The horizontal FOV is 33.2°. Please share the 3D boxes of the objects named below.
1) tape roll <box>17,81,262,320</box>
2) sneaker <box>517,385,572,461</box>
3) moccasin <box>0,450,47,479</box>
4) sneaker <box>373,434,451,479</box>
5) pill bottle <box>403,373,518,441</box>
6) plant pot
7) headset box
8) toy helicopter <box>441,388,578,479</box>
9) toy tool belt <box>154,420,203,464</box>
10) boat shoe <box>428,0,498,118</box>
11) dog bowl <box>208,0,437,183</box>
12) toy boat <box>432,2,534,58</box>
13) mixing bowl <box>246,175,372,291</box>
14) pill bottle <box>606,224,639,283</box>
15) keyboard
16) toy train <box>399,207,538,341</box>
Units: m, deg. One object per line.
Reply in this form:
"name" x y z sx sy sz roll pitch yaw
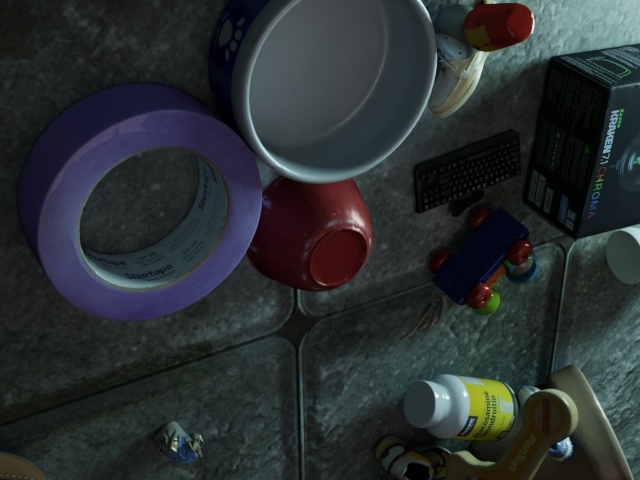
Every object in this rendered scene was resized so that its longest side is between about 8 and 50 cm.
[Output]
"tape roll" -0.210 -0.043 1.266 0.274 0.090 0.275 -17 127 -24
"sneaker" 0.357 0.288 1.720 0.052 0.135 0.058 -39 149 15
"moccasin" -0.508 0.333 1.272 0.380 0.147 0.139 4 116 -35
"sneaker" 0.171 0.383 1.786 0.185 0.084 0.070 19 108 -38
"pill bottle" 0.226 0.271 1.738 0.184 0.103 0.103 11 112 -37
"plant pot" 0.387 0.377 1.839 0.229 0.263 0.263 -25 131 5
"headset box" 0.470 -0.157 1.606 0.283 0.131 0.246 -12 125 -28
"toy helicopter" 0.301 0.391 1.667 0.140 0.235 0.355 -1 124 -53
"toy tool belt" -0.193 0.295 1.516 0.052 0.051 0.083 -48 133 3
"boat shoe" 0.184 -0.245 1.416 0.059 0.063 0.170 29 91 -38
"dog bowl" 0.003 -0.207 1.289 0.264 0.104 0.265 -16 125 -24
"toy boat" 0.166 -0.373 1.254 0.267 0.148 0.318 -15 102 -28
"mixing bowl" 0.000 0.000 1.424 0.181 0.098 0.181 -16 125 -23
"pill bottle" 0.590 0.004 1.793 0.216 0.121 0.121 -14 125 -25
"keyboard" 0.216 -0.087 1.560 0.180 0.023 0.108 -21 128 -20
"toy train" 0.226 0.078 1.628 0.248 0.105 0.143 -47 145 2
